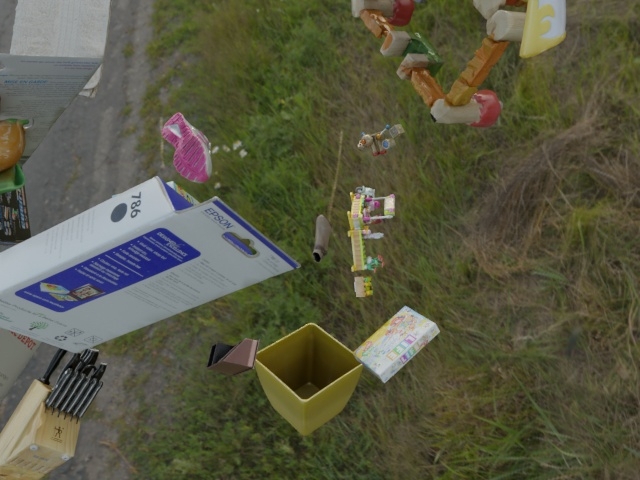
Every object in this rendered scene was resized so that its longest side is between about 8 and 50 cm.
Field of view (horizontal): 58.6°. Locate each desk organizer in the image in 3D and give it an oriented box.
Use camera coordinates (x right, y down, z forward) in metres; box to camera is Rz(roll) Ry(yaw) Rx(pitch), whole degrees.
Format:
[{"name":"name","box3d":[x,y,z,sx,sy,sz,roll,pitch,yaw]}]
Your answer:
[{"name":"desk organizer","box3d":[-0.146,0.189,0.935,0.130,0.050,0.047,142,142,-61]}]

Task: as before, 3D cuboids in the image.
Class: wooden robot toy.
[{"name":"wooden robot toy","box3d":[0.152,-0.279,1.625,0.173,0.079,0.076,-8,100,45]}]

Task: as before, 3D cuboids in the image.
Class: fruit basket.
[{"name":"fruit basket","box3d":[-0.529,-0.169,0.801,0.353,0.327,0.165,-37,81,36]}]

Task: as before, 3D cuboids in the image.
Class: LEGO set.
[{"name":"LEGO set","box3d":[0.128,-0.014,1.340,0.107,0.132,0.287,-5,59,12]}]

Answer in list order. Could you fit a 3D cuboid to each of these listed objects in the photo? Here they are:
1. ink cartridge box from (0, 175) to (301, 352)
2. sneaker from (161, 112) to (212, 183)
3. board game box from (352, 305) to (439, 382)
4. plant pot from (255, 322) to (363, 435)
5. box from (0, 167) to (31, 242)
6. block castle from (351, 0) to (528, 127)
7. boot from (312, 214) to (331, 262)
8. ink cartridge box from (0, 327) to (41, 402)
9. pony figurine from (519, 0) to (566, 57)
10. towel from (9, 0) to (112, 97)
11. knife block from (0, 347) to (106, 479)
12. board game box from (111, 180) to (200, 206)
[{"name":"ink cartridge box","box3d":[-0.205,0.030,0.627,0.333,0.165,0.065,-20,56,17]},{"name":"sneaker","box3d":[-0.343,-0.245,1.571,0.103,0.111,0.252,-39,54,14]},{"name":"board game box","box3d":[0.153,0.208,1.161,0.154,0.026,0.103,-40,29,-13]},{"name":"plant pot","box3d":[-0.033,0.384,1.520,0.212,0.187,0.212,-25,40,-35]},{"name":"box","box3d":[-0.728,-0.137,1.241,0.073,0.293,0.295,-7,90,-10]},{"name":"block castle","box3d":[0.294,-0.502,1.269,0.453,0.213,0.303,60,142,26]},{"name":"boot","box3d":[0.000,0.000,1.518,0.042,0.118,0.087,8,53,18]},{"name":"ink cartridge box","box3d":[-0.566,0.214,0.832,0.131,0.226,0.306,23,62,0]},{"name":"pony figurine","box3d":[0.280,-0.425,0.561,0.351,0.363,0.303,-23,22,22]},{"name":"towel","box3d":[-0.553,-0.459,1.221,0.049,0.187,0.282,-162,80,-75]},{"name":"knife block","box3d":[-0.555,0.342,1.155,0.276,0.088,0.242,-36,38,20]},{"name":"board game box","box3d":[-0.322,-0.004,1.267,0.142,0.275,0.144,-12,72,11]}]
